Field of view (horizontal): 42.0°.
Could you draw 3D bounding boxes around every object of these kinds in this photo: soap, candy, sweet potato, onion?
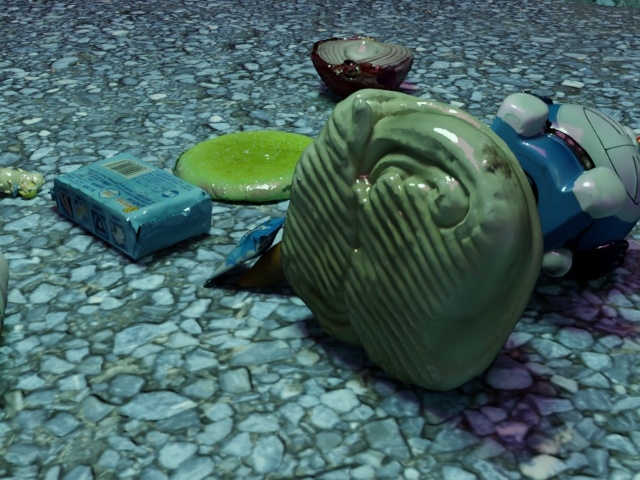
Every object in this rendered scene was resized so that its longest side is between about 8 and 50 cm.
[{"bbox_3d":[-0.298,-0.061,1.309,0.156,0.077,0.293,-23,35,-36],"label":"soap"},{"bbox_3d":[-0.100,0.012,1.153,0.136,0.038,0.088,-37,8,31],"label":"candy"},{"bbox_3d":[0.000,0.001,1.121,0.265,0.057,0.057,-27,25,12],"label":"sweet potato"},{"bbox_3d":[0.081,-0.370,1.854,0.227,0.120,0.283,10,26,14],"label":"onion"}]

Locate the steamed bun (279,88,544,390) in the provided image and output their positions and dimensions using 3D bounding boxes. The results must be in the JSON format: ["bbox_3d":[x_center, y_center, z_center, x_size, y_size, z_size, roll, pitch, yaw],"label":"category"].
[{"bbox_3d":[0.122,-0.014,0.969,0.219,0.324,0.310,-19,42,-40],"label":"steamed bun"}]

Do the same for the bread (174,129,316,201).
[{"bbox_3d":[-0.116,-0.145,1.509,0.302,0.045,0.301,0,26,0],"label":"bread"}]

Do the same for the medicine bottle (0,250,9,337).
[{"bbox_3d":[-0.431,0.097,0.950,0.133,0.133,0.249,-6,27,-12],"label":"medicine bottle"}]

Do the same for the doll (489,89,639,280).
[{"bbox_3d":[0.320,-0.076,1.144,0.240,0.284,0.310,-34,-11,36],"label":"doll"}]

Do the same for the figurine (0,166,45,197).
[{"bbox_3d":[-0.512,-0.091,1.411,0.083,0.047,0.050,1,42,-13],"label":"figurine"}]
